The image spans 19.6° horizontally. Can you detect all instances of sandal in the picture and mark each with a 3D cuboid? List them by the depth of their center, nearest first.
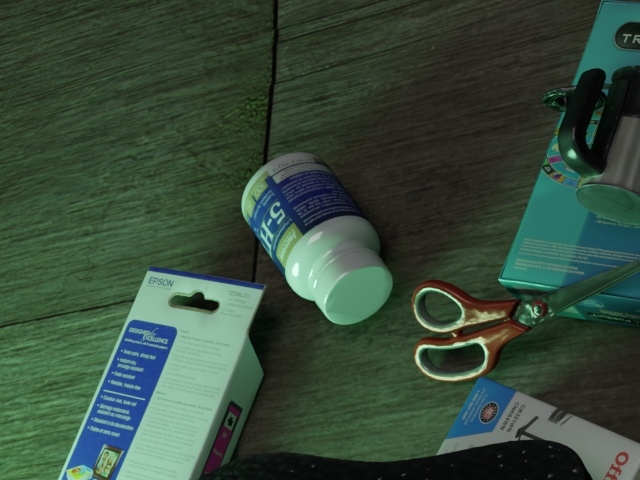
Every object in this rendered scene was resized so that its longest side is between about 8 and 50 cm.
[{"bbox_3d":[0.046,0.284,1.720,0.446,0.107,0.167,-7,42,26],"label":"sandal"}]

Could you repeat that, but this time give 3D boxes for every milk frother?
[{"bbox_3d":[0.277,-0.094,1.818,0.143,0.129,0.135,137,156,-69],"label":"milk frother"}]

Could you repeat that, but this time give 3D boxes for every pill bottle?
[{"bbox_3d":[0.000,0.000,2.015,0.112,0.112,0.186,-40,49,5],"label":"pill bottle"}]

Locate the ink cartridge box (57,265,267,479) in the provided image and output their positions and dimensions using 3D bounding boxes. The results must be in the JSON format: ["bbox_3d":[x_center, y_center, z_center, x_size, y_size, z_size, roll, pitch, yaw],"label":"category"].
[{"bbox_3d":[-0.180,0.213,2.032,0.176,0.069,0.371,8,70,36],"label":"ink cartridge box"}]

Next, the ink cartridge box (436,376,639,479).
[{"bbox_3d":[0.213,0.237,1.758,0.203,0.086,0.148,20,75,40],"label":"ink cartridge box"}]

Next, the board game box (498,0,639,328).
[{"bbox_3d":[0.356,-0.075,1.860,0.254,0.079,0.336,9,68,36],"label":"board game box"}]

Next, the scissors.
[{"bbox_3d":[0.209,0.081,1.837,0.297,0.021,0.109,-8,96,38],"label":"scissors"}]
